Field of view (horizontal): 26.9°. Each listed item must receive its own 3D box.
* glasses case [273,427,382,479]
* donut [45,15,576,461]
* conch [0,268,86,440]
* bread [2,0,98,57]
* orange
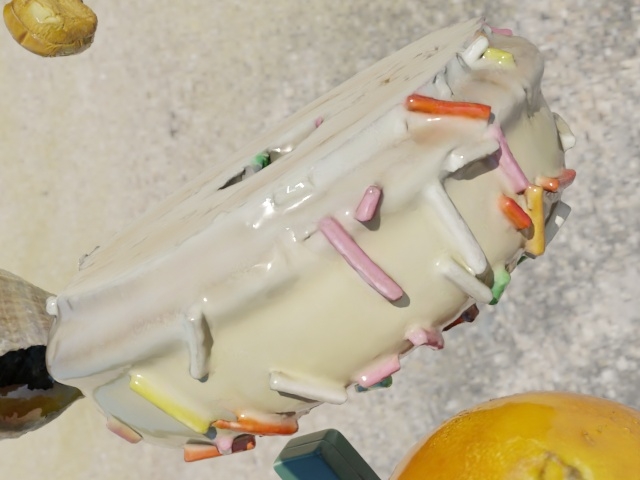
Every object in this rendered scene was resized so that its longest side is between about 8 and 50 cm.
[{"bbox_3d":[0.038,0.264,1.300,0.077,0.039,0.184,-23,112,46],"label":"glasses case"},{"bbox_3d":[0.000,0.000,0.868,0.142,0.382,0.382,56,151,-10],"label":"donut"},{"bbox_3d":[-0.367,0.104,1.282,0.210,0.352,0.297,61,166,9],"label":"conch"},{"bbox_3d":[-0.234,-0.191,1.164,0.046,0.081,0.083,-55,14,29],"label":"bread"},{"bbox_3d":[0.138,0.206,0.782,0.240,0.240,0.240,28,124,52],"label":"orange"}]
